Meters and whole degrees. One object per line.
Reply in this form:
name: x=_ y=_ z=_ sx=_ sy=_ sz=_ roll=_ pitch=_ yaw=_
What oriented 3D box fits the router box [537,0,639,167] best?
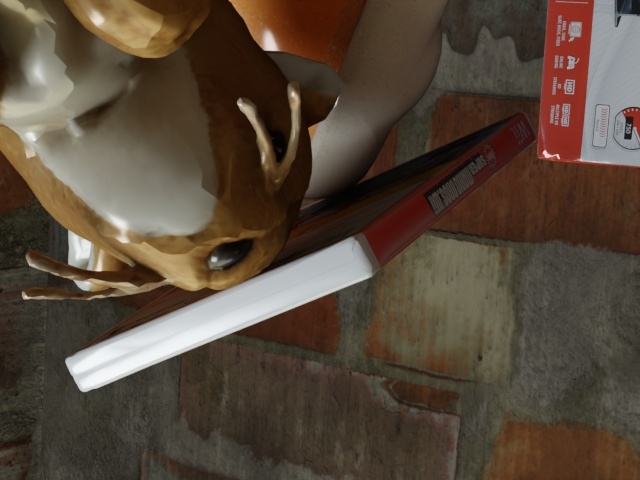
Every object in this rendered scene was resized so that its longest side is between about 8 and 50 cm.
router box: x=0.364 y=-0.230 z=1.319 sx=0.301 sy=0.335 sz=0.082 roll=6 pitch=-171 yaw=23

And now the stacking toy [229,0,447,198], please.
stacking toy: x=-0.126 y=-0.262 z=0.937 sx=0.480 sy=0.350 sz=0.350 roll=22 pitch=-172 yaw=-2

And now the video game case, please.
video game case: x=0.000 y=0.000 z=0.873 sx=0.204 sy=0.025 sz=0.285 roll=-23 pitch=-174 yaw=30

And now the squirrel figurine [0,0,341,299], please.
squirrel figurine: x=-0.154 y=-0.149 z=0.729 sx=0.370 sy=0.281 sz=0.397 roll=45 pitch=-178 yaw=-36
